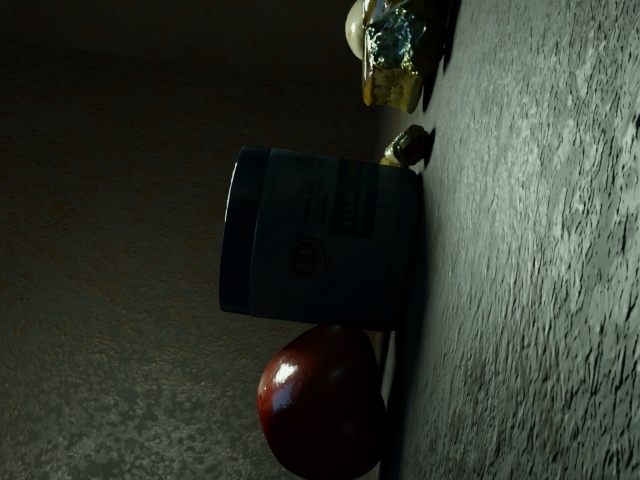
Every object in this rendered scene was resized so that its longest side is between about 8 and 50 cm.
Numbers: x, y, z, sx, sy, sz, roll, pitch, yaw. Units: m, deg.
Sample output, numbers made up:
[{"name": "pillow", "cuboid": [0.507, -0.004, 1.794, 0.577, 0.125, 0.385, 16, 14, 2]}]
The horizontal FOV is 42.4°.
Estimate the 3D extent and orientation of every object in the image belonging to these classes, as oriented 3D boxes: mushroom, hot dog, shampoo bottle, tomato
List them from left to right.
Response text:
[{"name": "shampoo bottle", "cuboid": [0.000, 0.000, 1.602, 0.331, 0.343, 0.331, -172, 90, -90]}, {"name": "tomato", "cuboid": [0.002, 0.294, 1.481, 0.298, 0.226, 0.298, 168, 90, -84]}, {"name": "mushroom", "cuboid": [0.176, -0.540, 2.142, 0.207, 0.207, 0.215, 97, 149, -50]}, {"name": "hot dog", "cuboid": [0.162, -0.168, 1.518, 0.078, 0.061, 0.169, -40, 1, 0]}]

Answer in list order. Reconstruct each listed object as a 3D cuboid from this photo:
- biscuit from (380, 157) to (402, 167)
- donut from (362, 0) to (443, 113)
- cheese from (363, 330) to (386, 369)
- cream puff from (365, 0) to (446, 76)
[{"name": "biscuit", "cuboid": [0.153, -0.048, 1.928, 0.344, 0.057, 0.287, -82, 0, -75]}, {"name": "donut", "cuboid": [0.153, -0.425, 1.651, 0.330, 0.160, 0.330, 12, -90, -88]}, {"name": "cheese", "cuboid": [0.092, 0.218, 1.888, 0.384, 0.104, 0.384, 8, -90, -90]}, {"name": "cream puff", "cuboid": [0.157, -0.354, 1.441, 0.121, 0.156, 0.156, -24, -48, -44]}]
